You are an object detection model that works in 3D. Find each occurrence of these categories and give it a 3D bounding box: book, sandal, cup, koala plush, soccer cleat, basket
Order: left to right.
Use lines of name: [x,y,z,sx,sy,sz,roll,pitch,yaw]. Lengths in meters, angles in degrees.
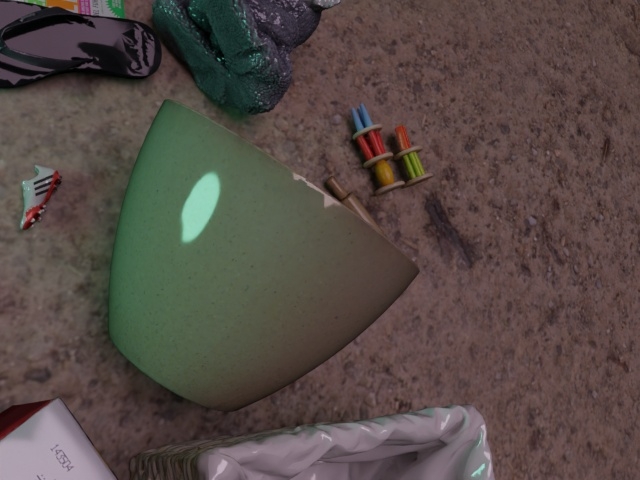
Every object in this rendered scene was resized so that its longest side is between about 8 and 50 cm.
soccer cleat: [-0.327,-0.050,0.662,0.035,0.029,0.083,24,60,-16]
sandal: [-0.313,-0.239,0.693,0.254,0.054,0.097,-15,101,-33]
book: [-0.326,-0.309,0.740,0.144,0.035,0.096,-3,82,-35]
cup: [-0.096,0.040,0.641,0.331,0.331,0.237,35,87,-20]
koala plush: [-0.075,-0.308,0.818,0.221,0.196,0.203,-46,114,-34]
basket: [-0.005,0.355,0.604,0.331,0.266,0.328,2,75,-32]

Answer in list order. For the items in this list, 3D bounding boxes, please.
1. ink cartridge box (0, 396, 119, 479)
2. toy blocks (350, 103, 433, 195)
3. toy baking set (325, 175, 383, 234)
ink cartridge box: [-0.248,0.219,0.457,0.130,0.309,0.272,-36,97,-35]
toy blocks: [0.114,-0.159,0.967,0.123,0.054,0.148,-18,86,-35]
toy baking set: [0.005,-0.003,0.862,0.197,0.030,0.256,-40,99,-35]
